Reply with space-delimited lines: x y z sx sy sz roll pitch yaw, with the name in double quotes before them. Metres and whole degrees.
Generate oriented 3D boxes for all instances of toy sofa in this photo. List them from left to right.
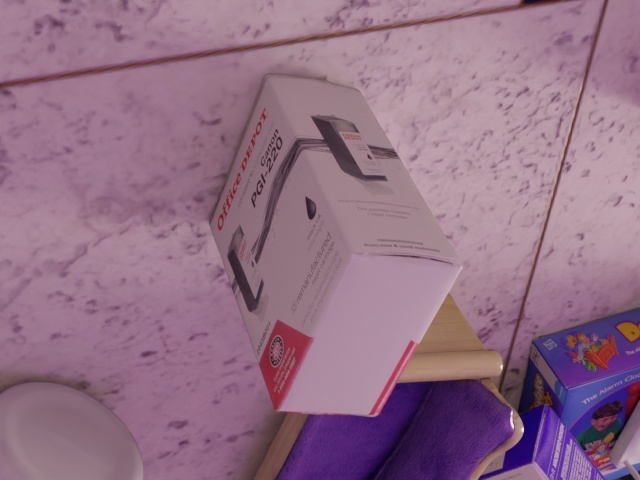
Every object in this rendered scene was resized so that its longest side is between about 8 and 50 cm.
"toy sofa" 0.039 0.232 1.085 0.150 0.177 0.362 3 130 -30

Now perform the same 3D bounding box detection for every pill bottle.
"pill bottle" -0.285 0.266 0.965 0.153 0.153 0.265 17 122 -38

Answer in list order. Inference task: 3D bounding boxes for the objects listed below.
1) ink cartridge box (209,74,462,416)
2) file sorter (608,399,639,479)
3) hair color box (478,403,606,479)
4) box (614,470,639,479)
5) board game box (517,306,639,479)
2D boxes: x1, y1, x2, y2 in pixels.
"ink cartridge box" 0.000 0.000 0.809 0.092 0.218 0.158 7 127 -26
"file sorter" 0.516 0.226 1.216 0.277 0.173 0.193 -6 132 -23
"hair color box" 0.269 0.364 1.231 0.185 0.110 0.339 -28 107 33
"box" 0.443 0.414 1.409 0.184 0.261 0.103 -26 138 -3
"board game box" 0.412 0.177 1.300 0.347 0.078 0.233 -14 136 -15
